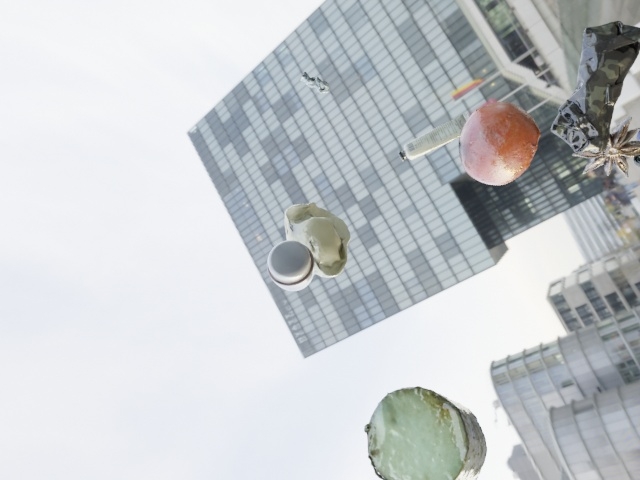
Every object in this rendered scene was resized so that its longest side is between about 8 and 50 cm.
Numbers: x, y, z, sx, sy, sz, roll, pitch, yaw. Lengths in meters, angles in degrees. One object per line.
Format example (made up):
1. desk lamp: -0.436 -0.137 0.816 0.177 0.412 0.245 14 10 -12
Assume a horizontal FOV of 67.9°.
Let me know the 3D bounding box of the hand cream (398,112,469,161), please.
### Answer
1. hand cream: 0.349 -0.311 1.451 0.050 0.233 0.080 45 -154 -49

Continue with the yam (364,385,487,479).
1. yam: 0.221 0.403 0.948 0.300 0.195 0.195 42 -151 -55

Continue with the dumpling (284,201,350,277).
1. dumpling: 0.000 0.000 1.808 0.242 0.187 0.318 -25 -108 -34

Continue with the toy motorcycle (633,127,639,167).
1. toy motorcycle: 1.251 -0.381 1.652 0.125 0.331 0.196 39 -144 -25

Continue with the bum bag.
1. bum bag: 0.718 -0.398 1.242 0.143 0.341 0.095 19 -169 22

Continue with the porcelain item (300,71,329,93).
1. porcelain item: -0.013 -0.428 1.295 0.083 0.036 0.028 30 -173 0

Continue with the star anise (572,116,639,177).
1. star anise: 0.827 -0.267 1.346 0.065 0.195 0.183 -58 -31 -44

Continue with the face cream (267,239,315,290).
1. face cream: -0.070 0.064 1.164 0.104 0.117 0.117 77 178 -62

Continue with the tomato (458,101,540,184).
1. tomato: 0.453 -0.252 1.232 0.184 0.208 0.208 24 -150 6
